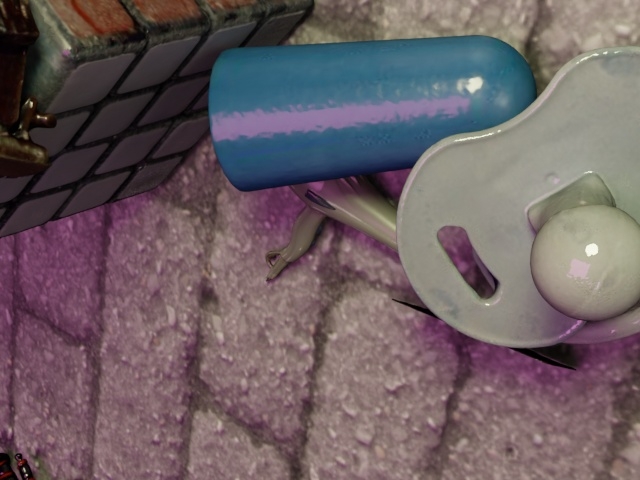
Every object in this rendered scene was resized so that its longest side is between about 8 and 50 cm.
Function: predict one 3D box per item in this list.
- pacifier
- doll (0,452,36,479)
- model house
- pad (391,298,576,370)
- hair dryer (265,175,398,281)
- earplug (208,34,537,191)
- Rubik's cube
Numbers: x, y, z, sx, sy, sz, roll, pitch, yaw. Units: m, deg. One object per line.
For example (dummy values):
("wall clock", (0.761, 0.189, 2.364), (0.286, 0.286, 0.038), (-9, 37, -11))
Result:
("pacifier", (0.198, 0.000, 0.764), (0.287, 0.226, 0.238), (-27, 104, 18))
("doll", (-0.397, 0.392, 1.450), (0.248, 0.088, 0.127), (19, 137, 40))
("model house", (-0.293, -0.131, 0.747), (0.203, 0.141, 0.164), (0, 85, 11))
("pad", (0.150, 0.086, 0.922), (0.157, 0.112, 0.003), (21, 90, 29))
("hair dryer", (0.018, 0.003, 1.030), (0.167, 0.067, 0.199), (28, 131, 19))
("earplug", (0.052, -0.117, 0.888), (0.273, 0.132, 0.132), (-3, 104, 19))
("Rubik's cube", (-0.280, -0.230, 0.974), (0.337, 0.344, 0.344), (-42, 79, 38))
